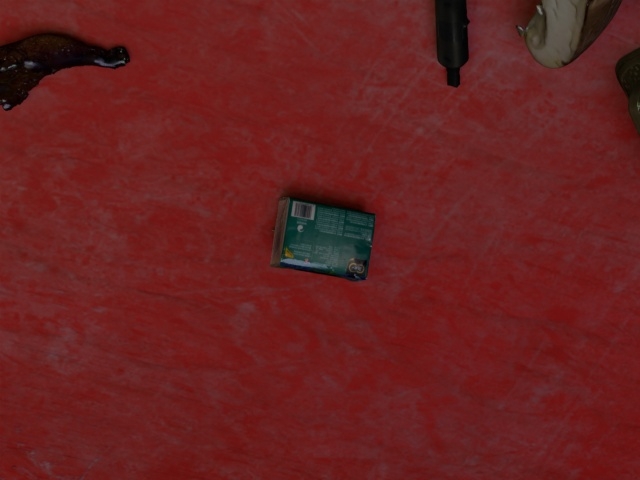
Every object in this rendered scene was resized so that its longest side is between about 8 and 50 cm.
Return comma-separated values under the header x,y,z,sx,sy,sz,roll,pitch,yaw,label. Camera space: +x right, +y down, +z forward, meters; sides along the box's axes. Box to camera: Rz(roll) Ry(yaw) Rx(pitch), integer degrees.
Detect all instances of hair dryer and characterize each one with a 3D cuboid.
x,y,z,sx,sy,sz,roll,pitch,yaw,label
0.167,-0.252,1.622,0.195,0.078,0.248,16,147,19,hair dryer

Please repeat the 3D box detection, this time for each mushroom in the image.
x,y,z,sx,sy,sz,roll,pitch,yaw,label
0.287,-0.331,1.594,0.151,0.156,0.286,-26,128,-25,mushroom

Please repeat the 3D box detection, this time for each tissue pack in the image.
x,y,z,sx,sy,sz,roll,pitch,yaw,label
-0.001,0.000,1.782,0.111,0.079,0.085,10,85,-16,tissue pack

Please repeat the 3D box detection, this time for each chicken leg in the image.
x,y,z,sx,sy,sz,roll,pitch,yaw,label
-0.317,-0.188,1.631,0.205,0.053,0.093,-14,146,9,chicken leg

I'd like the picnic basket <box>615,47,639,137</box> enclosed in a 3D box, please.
x,y,z,sx,sy,sz,roll,pitch,yaw,label
0.484,-0.172,1.701,0.266,0.139,0.165,-29,121,11,picnic basket
